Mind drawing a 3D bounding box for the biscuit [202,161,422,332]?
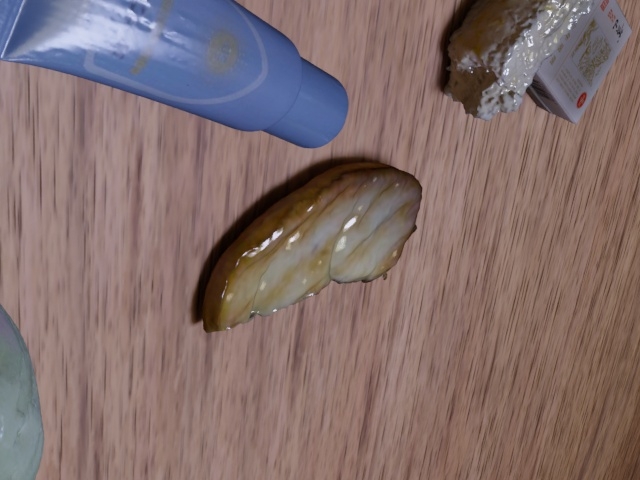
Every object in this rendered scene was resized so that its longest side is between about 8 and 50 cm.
[{"bbox_3d":[0.000,-0.003,1.391,0.299,0.045,0.154,-16,130,-50],"label":"biscuit"}]

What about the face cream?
[{"bbox_3d":[-0.103,-0.149,1.070,0.385,0.086,0.135,20,92,-56],"label":"face cream"}]

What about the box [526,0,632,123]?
[{"bbox_3d":[0.278,-0.232,1.596,0.141,0.058,0.201,-59,150,0],"label":"box"}]

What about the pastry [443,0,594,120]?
[{"bbox_3d":[0.219,-0.243,1.455,0.258,0.121,0.089,-49,124,-6],"label":"pastry"}]

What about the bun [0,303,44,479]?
[{"bbox_3d":[-0.291,0.157,0.956,0.283,0.179,0.283,-34,139,-37],"label":"bun"}]
